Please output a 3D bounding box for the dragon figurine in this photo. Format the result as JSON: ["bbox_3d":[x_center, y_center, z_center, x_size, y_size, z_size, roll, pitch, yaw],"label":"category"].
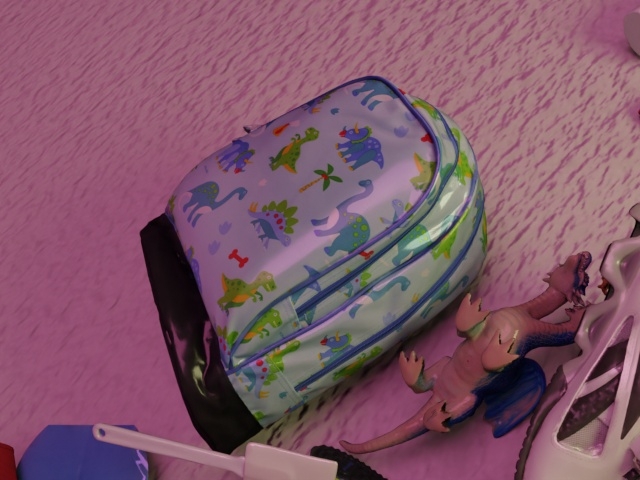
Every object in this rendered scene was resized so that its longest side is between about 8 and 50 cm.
[{"bbox_3d":[0.153,0.127,0.703,0.289,0.144,0.085,-52,49,20],"label":"dragon figurine"}]

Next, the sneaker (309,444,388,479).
[{"bbox_3d":[0.060,0.268,0.665,0.209,0.069,0.082,27,99,25],"label":"sneaker"}]

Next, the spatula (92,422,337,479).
[{"bbox_3d":[-0.108,0.257,0.687,0.242,0.019,0.168,7,99,16],"label":"spatula"}]

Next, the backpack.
[{"bbox_3d":[0.000,0.000,0.774,0.355,0.273,0.290,-18,44,-8],"label":"backpack"}]

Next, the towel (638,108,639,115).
[{"bbox_3d":[0.503,-0.109,0.783,0.198,0.031,0.275,-31,50,-1],"label":"towel"}]

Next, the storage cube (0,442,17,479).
[{"bbox_3d":[-0.409,0.302,0.707,0.183,0.215,0.193,-35,51,9],"label":"storage cube"}]

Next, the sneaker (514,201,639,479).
[{"bbox_3d":[0.259,0.137,0.577,0.146,0.122,0.331,21,91,45],"label":"sneaker"}]

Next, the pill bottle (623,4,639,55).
[{"bbox_3d":[0.436,-0.277,0.894,0.137,0.078,0.078,-33,52,-4],"label":"pill bottle"}]

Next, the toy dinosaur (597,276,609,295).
[{"bbox_3d":[0.396,0.095,0.612,0.322,0.164,0.218,28,85,11],"label":"toy dinosaur"}]

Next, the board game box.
[{"bbox_3d":[-0.248,0.264,0.793,0.168,0.033,0.133,-5,61,20],"label":"board game box"}]
